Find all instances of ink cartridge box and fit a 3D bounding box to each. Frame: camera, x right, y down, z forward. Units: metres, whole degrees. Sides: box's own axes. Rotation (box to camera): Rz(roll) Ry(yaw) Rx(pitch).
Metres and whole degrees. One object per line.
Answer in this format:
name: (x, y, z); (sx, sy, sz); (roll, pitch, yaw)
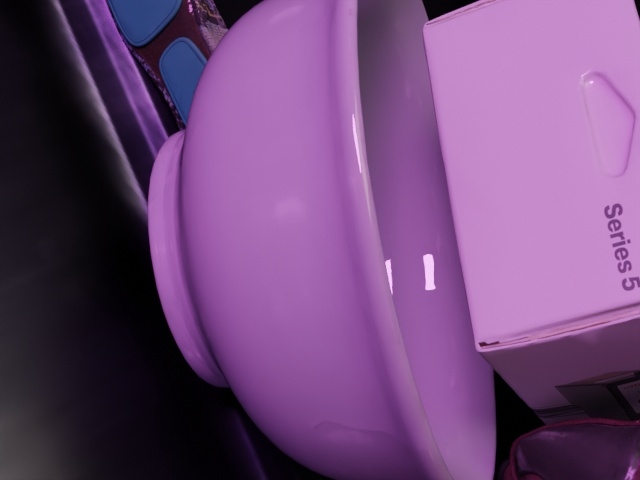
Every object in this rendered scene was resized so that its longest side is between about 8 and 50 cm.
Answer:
ink cartridge box: (0.164, 0.003, 0.614); (0.273, 0.115, 0.198); (44, 34, -55)

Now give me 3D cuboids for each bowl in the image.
bowl: (0.000, 0.000, 0.554); (0.298, 0.134, 0.297); (-11, 90, -75)

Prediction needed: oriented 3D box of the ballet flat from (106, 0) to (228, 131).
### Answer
ballet flat: (-0.085, -0.128, 0.674); (0.070, 0.070, 0.188); (-14, 73, -37)

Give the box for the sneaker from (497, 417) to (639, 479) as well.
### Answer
sneaker: (0.127, 0.199, 0.535); (0.106, 0.281, 0.162); (31, 8, -48)
